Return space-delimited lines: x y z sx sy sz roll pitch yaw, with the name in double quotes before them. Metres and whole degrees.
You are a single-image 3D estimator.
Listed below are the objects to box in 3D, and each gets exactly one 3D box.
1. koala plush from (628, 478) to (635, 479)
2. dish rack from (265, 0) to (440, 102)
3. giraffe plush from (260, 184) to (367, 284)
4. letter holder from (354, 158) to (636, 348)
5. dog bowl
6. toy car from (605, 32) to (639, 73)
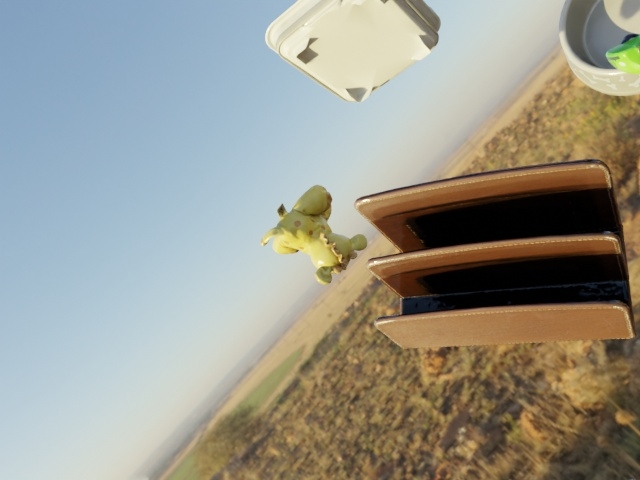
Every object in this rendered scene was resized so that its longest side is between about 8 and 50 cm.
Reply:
"koala plush" 0.689 0.548 1.256 0.221 0.196 0.203 -27 -43 -18
"dish rack" 0.082 -0.406 1.325 0.286 0.072 0.333 -31 -28 26
"giraffe plush" 0.000 0.000 1.341 0.181 0.170 0.210 -52 -12 9
"letter holder" 0.207 0.028 0.794 0.302 0.152 0.214 -8 -27 27
"dog bowl" 0.734 -0.528 1.533 0.102 0.348 0.349 10 -49 -48
"toy car" 0.386 -0.208 0.604 0.225 0.053 0.239 -26 13 12
